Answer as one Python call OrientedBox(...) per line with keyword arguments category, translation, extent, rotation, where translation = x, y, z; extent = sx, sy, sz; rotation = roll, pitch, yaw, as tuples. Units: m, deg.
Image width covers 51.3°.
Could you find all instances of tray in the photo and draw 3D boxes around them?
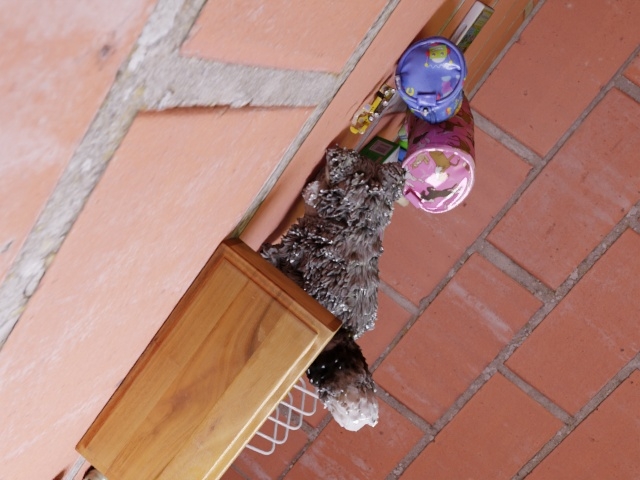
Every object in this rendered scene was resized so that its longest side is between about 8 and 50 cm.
OrientedBox(category="tray", translation=(-0.173, 0.220, 0.994), extent=(0.411, 0.203, 0.076), rotation=(-53, 173, 12))

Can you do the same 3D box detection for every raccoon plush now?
OrientedBox(category="raccoon plush", translation=(0.079, 0.053, 1.143), extent=(0.216, 0.446, 0.299), rotation=(2, 133, -41))

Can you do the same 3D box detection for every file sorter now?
OrientedBox(category="file sorter", translation=(-0.115, 0.376, 1.668), extent=(0.277, 0.173, 0.192), rotation=(-49, -160, 30))

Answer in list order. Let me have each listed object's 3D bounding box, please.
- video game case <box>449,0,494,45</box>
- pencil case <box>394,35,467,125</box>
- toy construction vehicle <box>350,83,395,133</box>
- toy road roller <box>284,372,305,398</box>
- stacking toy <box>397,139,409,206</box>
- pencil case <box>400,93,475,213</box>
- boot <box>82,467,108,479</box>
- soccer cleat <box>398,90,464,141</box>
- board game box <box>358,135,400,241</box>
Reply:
OrientedBox(category="video game case", translation=(0.328, -0.466, 1.578), extent=(0.206, 0.026, 0.227), rotation=(-54, 173, 24))
OrientedBox(category="pencil case", translation=(0.212, -0.291, 1.260), extent=(0.306, 0.120, 0.133), rotation=(-23, 124, -78))
OrientedBox(category="toy construction vehicle", translation=(0.088, -0.229, 1.154), extent=(0.098, 0.035, 0.086), rotation=(-51, -174, 16))
OrientedBox(category="toy road roller", translation=(-0.158, 0.378, 1.957), extent=(0.240, 0.202, 0.329), rotation=(-47, 179, 40))
OrientedBox(category="stacking toy", translation=(0.274, -0.269, 1.938), extent=(0.330, 0.141, 0.141), rotation=(-59, 174, 2))
OrientedBox(category="pencil case", translation=(0.260, -0.213, 1.489), extent=(0.386, 0.160, 0.167), rotation=(-74, 172, -58))
OrientedBox(category="boot", translation=(-0.399, 0.458, 1.341), extent=(0.165, 0.077, 0.213), rotation=(-48, 168, -37))
OrientedBox(category="soccer cleat", translation=(0.296, -0.361, 1.796), extent=(0.121, 0.093, 0.289), rotation=(-14, -151, 44))
OrientedBox(category="board game box", translation=(0.081, -0.049, 1.546), extent=(0.242, 0.064, 0.316), rotation=(-47, 154, -39))
